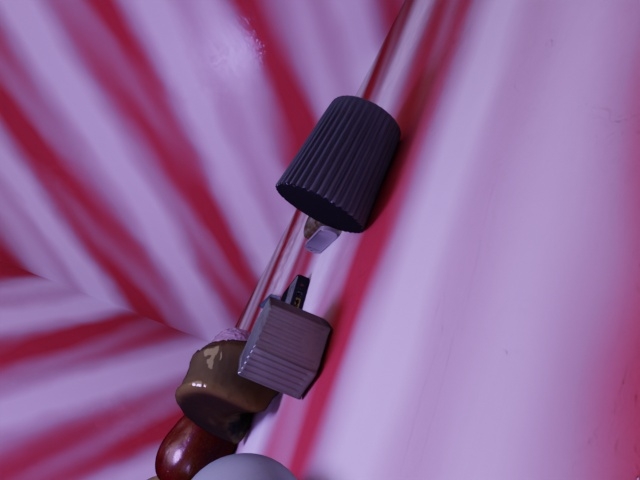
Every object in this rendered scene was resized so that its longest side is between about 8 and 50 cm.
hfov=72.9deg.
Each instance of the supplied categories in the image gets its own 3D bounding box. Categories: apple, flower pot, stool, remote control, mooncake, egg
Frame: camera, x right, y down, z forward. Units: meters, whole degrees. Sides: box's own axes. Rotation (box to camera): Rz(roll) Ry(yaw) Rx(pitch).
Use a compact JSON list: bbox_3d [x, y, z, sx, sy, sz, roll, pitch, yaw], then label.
[{"bbox_3d":[-0.487,0.834,1.690,0.317,0.288,0.288,-59,8,-20],"label":"apple"},{"bbox_3d":[-0.101,0.293,1.202,0.209,0.189,0.239,-49,19,59],"label":"flower pot"},{"bbox_3d":[0.067,-0.234,1.322,0.330,0.297,0.297,-63,10,-10],"label":"stool"},{"bbox_3d":[0.000,0.000,1.668,0.245,0.077,0.022,135,155,-63],"label":"remote control"},{"bbox_3d":[-0.284,0.520,1.511,0.394,0.393,0.246,-11,42,25],"label":"mooncake"},{"bbox_3d":[-0.149,0.524,0.812,0.371,0.230,0.230,-47,21,45],"label":"egg"}]

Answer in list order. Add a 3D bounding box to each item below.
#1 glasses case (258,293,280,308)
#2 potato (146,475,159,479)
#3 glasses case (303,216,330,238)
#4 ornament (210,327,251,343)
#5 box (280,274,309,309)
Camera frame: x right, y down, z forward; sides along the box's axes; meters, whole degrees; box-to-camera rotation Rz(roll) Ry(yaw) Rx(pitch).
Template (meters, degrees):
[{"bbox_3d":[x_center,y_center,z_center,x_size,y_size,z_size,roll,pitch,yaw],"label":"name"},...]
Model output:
[{"bbox_3d":[-0.268,0.343,2.341,0.105,0.056,0.266,-43,6,-13],"label":"glasses case"},{"bbox_3d":[-0.661,1.146,1.743,0.442,0.319,0.385,132,161,-66],"label":"potato"},{"bbox_3d":[0.021,-0.102,1.734,0.156,0.098,0.425,-66,10,-17],"label":"glasses case"},{"bbox_3d":[-0.367,0.506,1.893,0.225,0.259,0.259,-50,-1,-38],"label":"ornament"},{"bbox_3d":[-0.135,0.315,1.695,0.211,0.058,0.350,-52,17,48],"label":"box"}]
